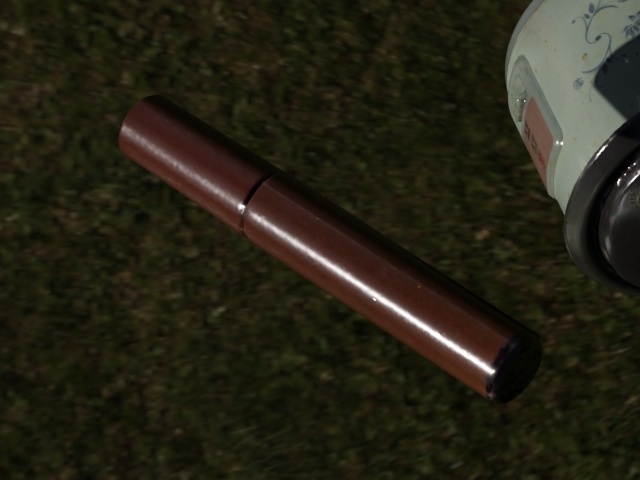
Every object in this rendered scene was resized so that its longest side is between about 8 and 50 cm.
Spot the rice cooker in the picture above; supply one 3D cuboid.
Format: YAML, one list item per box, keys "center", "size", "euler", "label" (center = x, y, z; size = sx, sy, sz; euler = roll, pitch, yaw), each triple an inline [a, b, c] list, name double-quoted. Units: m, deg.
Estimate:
- center: [0.306, -0.099, 1.588]
  size: [0.264, 0.316, 0.316]
  euler: [-11, 86, -12]
  label: "rice cooker"

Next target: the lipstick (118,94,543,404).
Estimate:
- center: [0.000, 0.000, 1.266]
  size: [0.357, 0.057, 0.057]
  euler: [34, 102, 29]
  label: "lipstick"
